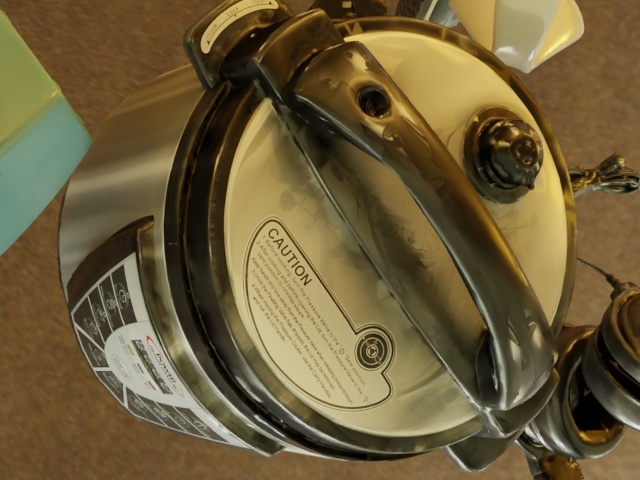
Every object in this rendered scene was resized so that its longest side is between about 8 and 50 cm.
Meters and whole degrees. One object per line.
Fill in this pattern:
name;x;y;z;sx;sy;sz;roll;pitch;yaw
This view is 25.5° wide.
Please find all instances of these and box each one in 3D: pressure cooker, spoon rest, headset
pressure cooker;0.003;-0.005;1.187;0.370;0.420;0.375;12;82;-29
spoon rest;0.184;-0.209;1.336;0.137;0.276;0.084;15;104;5
headset;0.287;0.116;1.303;0.185;0.243;0.394;-11;78;-37

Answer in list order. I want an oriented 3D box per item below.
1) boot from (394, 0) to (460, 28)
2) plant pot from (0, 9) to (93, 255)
boot;0.161;-0.248;1.528;0.137;0.077;0.198;8;139;-15
plant pot;-0.301;-0.061;1.058;0.234;0.166;0.165;-36;165;-5
